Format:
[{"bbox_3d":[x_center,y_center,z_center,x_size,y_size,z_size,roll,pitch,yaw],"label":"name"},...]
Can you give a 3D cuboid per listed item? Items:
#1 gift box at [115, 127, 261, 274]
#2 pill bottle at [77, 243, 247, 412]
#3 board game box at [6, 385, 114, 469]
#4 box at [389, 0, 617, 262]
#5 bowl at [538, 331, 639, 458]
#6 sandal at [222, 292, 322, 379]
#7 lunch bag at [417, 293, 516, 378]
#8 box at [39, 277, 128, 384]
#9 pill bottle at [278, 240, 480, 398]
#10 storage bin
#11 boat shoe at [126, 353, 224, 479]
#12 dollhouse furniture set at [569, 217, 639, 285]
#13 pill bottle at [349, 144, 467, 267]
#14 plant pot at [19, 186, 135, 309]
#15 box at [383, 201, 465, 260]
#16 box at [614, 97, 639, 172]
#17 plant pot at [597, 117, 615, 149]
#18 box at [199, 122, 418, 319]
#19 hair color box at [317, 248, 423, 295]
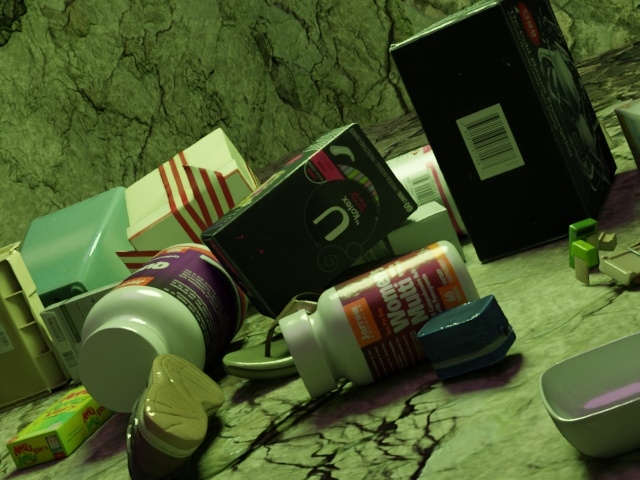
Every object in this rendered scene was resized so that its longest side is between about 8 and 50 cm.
[{"bbox_3d":[-0.210,-0.027,1.953,0.255,0.276,0.258,-37,28,6],"label":"gift box"},{"bbox_3d":[-0.231,0.128,1.621,0.181,0.182,0.323,-20,10,17],"label":"pill bottle"},{"bbox_3d":[-0.365,0.263,1.615,0.092,0.043,0.181,-19,11,23],"label":"board game box"},{"bbox_3d":[0.287,-0.192,1.671,0.179,0.343,0.312,-20,11,25],"label":"box"},{"bbox_3d":[0.256,0.126,0.911,0.142,0.053,0.142,-22,11,8],"label":"bowl"},{"bbox_3d":[0.005,0.103,1.493,0.302,0.086,0.120,-24,10,-6],"label":"sandal"},{"bbox_3d":[0.162,0.106,1.189,0.098,0.065,0.067,-22,10,36],"label":"lunch bag"},{"bbox_3d":[-0.371,0.155,1.899,0.186,0.145,0.038,-19,13,24],"label":"box"},{"bbox_3d":[0.071,0.095,1.291,0.221,0.121,0.121,-23,10,-1],"label":"pill bottle"},{"bbox_3d":[-0.600,0.170,1.998,0.260,0.262,0.123,-21,11,13],"label":"storage bin"},{"bbox_3d":[-0.181,0.212,1.319,0.092,0.103,0.285,-55,7,7],"label":"boat shoe"},{"bbox_3d":[0.348,0.029,1.305,0.076,0.059,0.151,-19,27,-19],"label":"dollhouse furniture set"},{"bbox_3d":[0.096,-0.040,1.834,0.283,0.160,0.160,-20,10,12],"label":"pill bottle"},{"bbox_3d":[-0.470,0.086,2.261,0.247,0.248,0.252,-20,28,19],"label":"plant pot"},{"bbox_3d":[0.153,0.002,1.692,0.102,0.087,0.101,-23,10,0],"label":"box"},{"bbox_3d":[0.522,-0.159,1.629,0.103,0.114,0.203,-24,9,4],"label":"box"},{"bbox_3d":[0.453,-0.194,2.025,0.109,0.096,0.109,-25,9,-9],"label":"plant pot"},{"bbox_3d":[-0.020,-0.028,1.643,0.270,0.165,0.143,-40,10,-10],"label":"box"},{"bbox_3d":[0.075,0.067,1.628,0.167,0.053,0.093,-17,12,41],"label":"hair color box"}]
